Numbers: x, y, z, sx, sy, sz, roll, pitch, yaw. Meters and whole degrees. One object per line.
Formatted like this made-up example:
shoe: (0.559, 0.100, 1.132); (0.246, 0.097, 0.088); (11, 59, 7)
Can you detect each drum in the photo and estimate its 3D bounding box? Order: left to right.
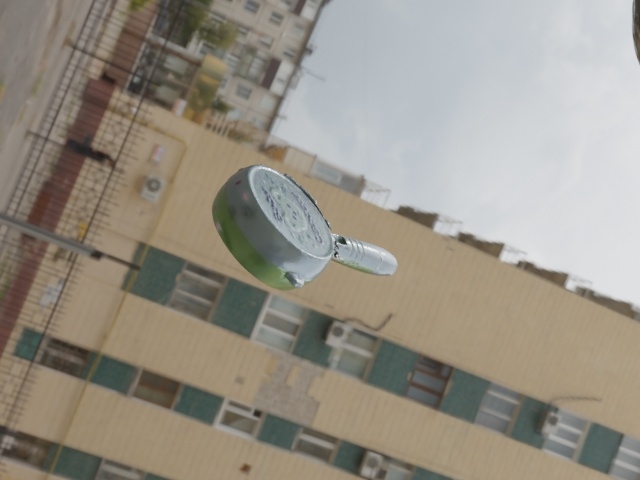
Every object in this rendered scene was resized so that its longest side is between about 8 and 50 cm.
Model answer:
drum: (0.005, 0.015, 0.777); (0.049, 0.253, 0.130); (-40, -136, 22)

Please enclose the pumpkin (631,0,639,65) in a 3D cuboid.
pumpkin: (0.295, -0.156, 0.483); (0.224, 0.157, 0.223); (-37, 171, -7)
